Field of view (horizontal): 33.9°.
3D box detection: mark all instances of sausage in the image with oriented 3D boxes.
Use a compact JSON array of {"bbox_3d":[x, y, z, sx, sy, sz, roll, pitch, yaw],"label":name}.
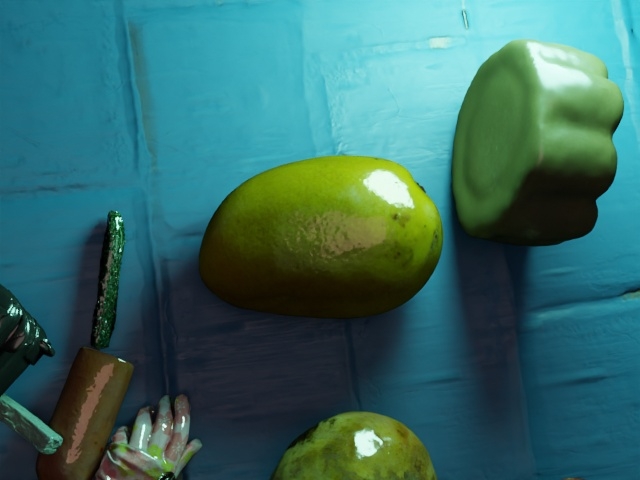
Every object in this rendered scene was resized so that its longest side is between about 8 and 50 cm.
[{"bbox_3d":[-0.420,0.321,1.847,0.113,0.113,0.259,21,82,-4],"label":"sausage"}]

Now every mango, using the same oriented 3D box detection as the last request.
[{"bbox_3d":[0.000,0.000,1.891,0.446,0.232,0.300,-10,88,-1],"label":"mango"}]

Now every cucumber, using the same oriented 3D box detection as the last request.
[{"bbox_3d":[-0.387,0.070,1.920,0.044,0.043,0.256,7,81,-11],"label":"cucumber"}]

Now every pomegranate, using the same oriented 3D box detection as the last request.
[{"bbox_3d":[0.056,0.456,1.804,0.322,0.322,0.322,1,82,-7],"label":"pomegranate"}]

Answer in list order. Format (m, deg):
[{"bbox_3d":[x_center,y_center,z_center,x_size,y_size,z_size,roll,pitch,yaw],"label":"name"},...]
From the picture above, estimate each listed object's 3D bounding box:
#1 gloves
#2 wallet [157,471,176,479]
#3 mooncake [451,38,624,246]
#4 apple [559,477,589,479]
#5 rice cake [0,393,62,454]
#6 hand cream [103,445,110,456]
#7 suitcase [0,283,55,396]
[{"bbox_3d":[-0.302,0.379,1.849,0.145,0.126,0.241,31,83,0],"label":"gloves"},{"bbox_3d":[-0.262,0.533,1.789,0.039,0.133,0.243,2,113,31],"label":"wallet"},{"bbox_3d":[0.393,-0.169,1.895,0.201,0.378,0.378,8,81,-16],"label":"mooncake"},{"bbox_3d":[0.486,0.548,1.861,0.260,0.260,0.216,23,67,-4],"label":"apple"},{"bbox_3d":[-0.547,0.294,1.821,0.245,0.045,0.042,28,91,22],"label":"rice cake"},{"bbox_3d":[-0.372,0.421,1.886,0.035,0.022,0.102,-3,78,-12],"label":"hand cream"},{"bbox_3d":[-0.678,0.185,1.763,0.339,0.188,0.345,33,74,22],"label":"suitcase"}]
